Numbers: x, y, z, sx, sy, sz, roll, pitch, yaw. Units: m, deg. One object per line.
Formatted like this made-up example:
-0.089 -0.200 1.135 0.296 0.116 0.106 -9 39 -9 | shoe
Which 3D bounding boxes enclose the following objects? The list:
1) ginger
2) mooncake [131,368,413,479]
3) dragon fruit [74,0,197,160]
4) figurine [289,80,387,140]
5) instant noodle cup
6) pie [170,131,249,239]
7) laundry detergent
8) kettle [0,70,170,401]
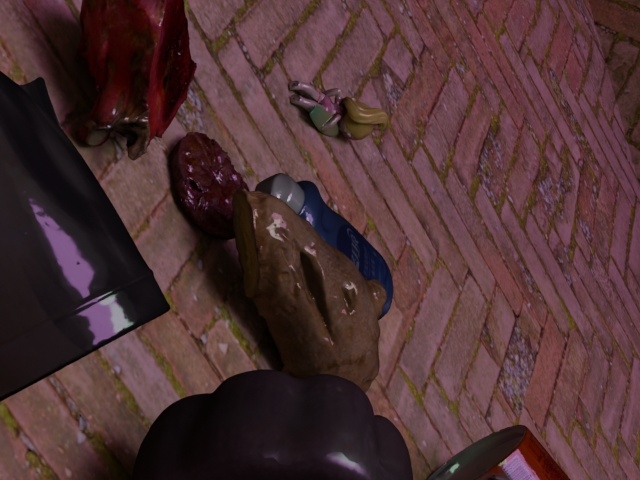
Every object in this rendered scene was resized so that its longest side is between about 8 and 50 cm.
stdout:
-0.020 0.073 1.742 0.354 0.190 0.126 55 -9 -29 | ginger
-0.055 0.271 1.407 0.306 0.306 0.154 50 25 -29 | mooncake
-0.240 -0.206 1.588 0.262 0.134 0.211 91 7 -67 | dragon fruit
0.028 -0.210 2.122 0.187 0.083 0.083 23 50 -40 | figurine
0.277 0.405 1.948 0.192 0.250 0.250 58 29 -3 | instant noodle cup
-0.146 -0.072 1.758 0.154 0.036 0.154 39 39 -40 | pie
0.000 0.000 1.869 0.290 0.094 0.143 49 31 -41 | laundry detergent
-0.348 -0.007 1.220 0.321 0.228 0.324 -28 90 -30 | kettle
